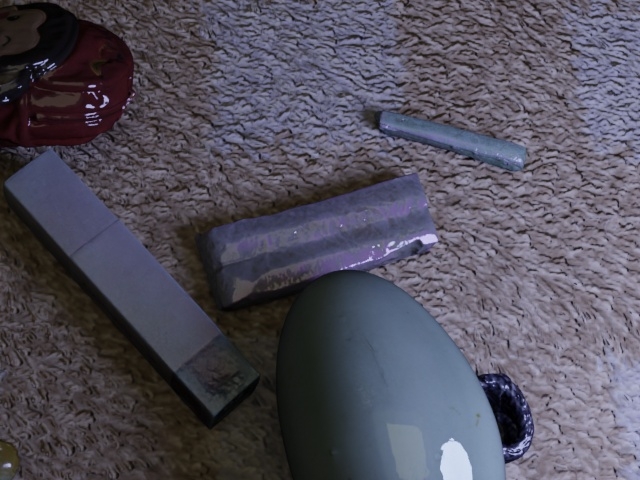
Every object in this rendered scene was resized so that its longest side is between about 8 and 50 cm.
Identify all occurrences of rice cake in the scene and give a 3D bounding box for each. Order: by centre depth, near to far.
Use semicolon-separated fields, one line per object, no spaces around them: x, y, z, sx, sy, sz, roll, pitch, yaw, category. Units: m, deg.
0.002;0.001;1.461;0.297;0.050;0.106;-16;73;-15;rice cake
0.169;-0.132;1.549;0.207;0.033;0.033;15;69;-3;rice cake

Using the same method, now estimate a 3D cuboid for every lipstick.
-0.224;0.055;1.390;0.079;0.076;0.371;-41;80;-20;lipstick

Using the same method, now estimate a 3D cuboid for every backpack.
-0.330;-0.193;1.431;0.229;0.139;0.229;2;40;-2;backpack

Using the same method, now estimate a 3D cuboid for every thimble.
0.199;0.214;1.402;0.095;0.066;0.104;-6;71;-14;thimble

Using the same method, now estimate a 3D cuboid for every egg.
0.069;0.198;1.299;0.229;0.230;0.371;-14;63;-14;egg

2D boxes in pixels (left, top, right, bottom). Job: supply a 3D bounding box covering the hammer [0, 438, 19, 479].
-0.472;0.273;1.256;0.305;0.113;0.202;-18;76;-21;hammer
